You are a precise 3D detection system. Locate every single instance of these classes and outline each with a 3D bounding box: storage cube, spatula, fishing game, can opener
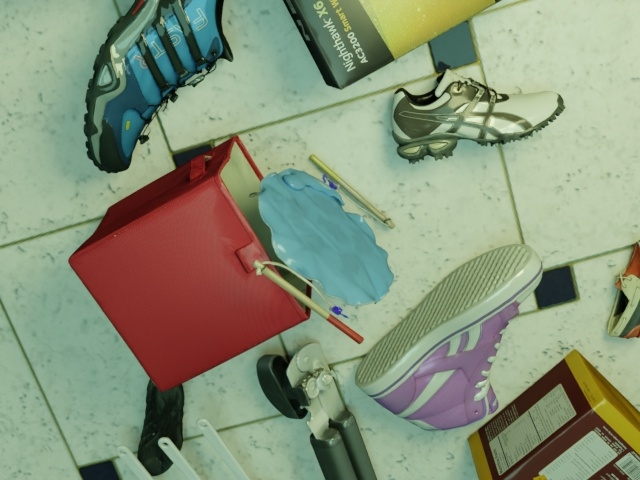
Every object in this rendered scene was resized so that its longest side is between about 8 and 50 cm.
[{"bbox_3d":[-0.136,0.024,1.010,0.193,0.184,0.215,-27,108,10],"label":"storage cube"},{"bbox_3d":[-0.154,0.335,1.194,0.168,0.019,0.242,-21,119,14],"label":"spatula"},{"bbox_3d":[0.000,0.000,0.964,0.189,0.264,0.041,37,121,-13],"label":"fishing game"},{"bbox_3d":[0.009,0.258,1.165,0.093,0.074,0.280,-9,112,40],"label":"can opener"}]

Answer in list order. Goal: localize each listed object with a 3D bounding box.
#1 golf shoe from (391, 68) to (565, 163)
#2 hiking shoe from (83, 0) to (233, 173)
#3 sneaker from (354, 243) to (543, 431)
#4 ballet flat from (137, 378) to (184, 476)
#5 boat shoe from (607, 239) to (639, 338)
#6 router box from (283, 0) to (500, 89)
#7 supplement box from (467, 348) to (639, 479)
[{"bbox_3d":[0.176,-0.153,1.000,0.198,0.077,0.094,-14,109,4],"label":"golf shoe"},{"bbox_3d":[-0.166,-0.201,0.965,0.132,0.113,0.304,21,109,-6],"label":"hiking shoe"},{"bbox_3d":[0.194,0.131,1.099,0.161,0.102,0.282,39,116,-16],"label":"sneaker"},{"bbox_3d":[-0.210,0.243,1.173,0.057,0.049,0.173,5,117,-20],"label":"ballet flat"},{"bbox_3d":[0.387,0.061,1.093,0.043,0.049,0.137,1,115,2],"label":"boat shoe"},{"bbox_3d":[0.048,-0.348,0.902,0.242,0.081,0.309,-30,107,-2],"label":"router box"},{"bbox_3d":[0.330,0.288,1.132,0.191,0.129,0.194,43,105,-14],"label":"supplement box"}]
